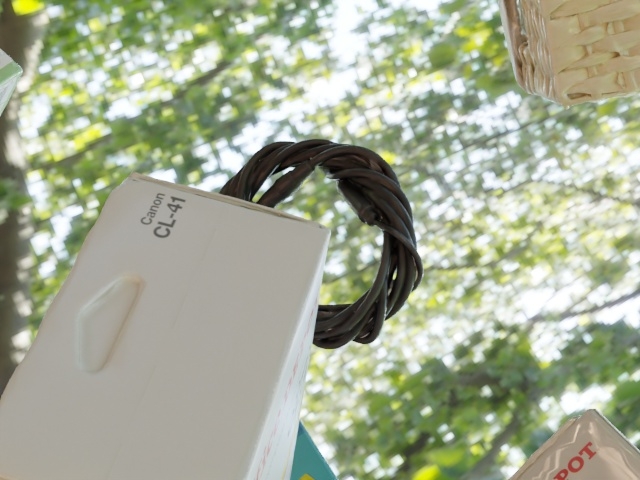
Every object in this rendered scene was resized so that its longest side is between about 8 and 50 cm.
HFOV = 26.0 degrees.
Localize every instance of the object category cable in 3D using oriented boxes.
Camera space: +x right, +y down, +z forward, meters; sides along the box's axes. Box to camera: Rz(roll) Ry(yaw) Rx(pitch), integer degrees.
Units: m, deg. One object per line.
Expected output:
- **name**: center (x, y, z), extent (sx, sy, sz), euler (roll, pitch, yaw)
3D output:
- **cable**: center (0.000, 0.000, 1.002), extent (0.184, 0.047, 0.151), euler (6, -105, 36)

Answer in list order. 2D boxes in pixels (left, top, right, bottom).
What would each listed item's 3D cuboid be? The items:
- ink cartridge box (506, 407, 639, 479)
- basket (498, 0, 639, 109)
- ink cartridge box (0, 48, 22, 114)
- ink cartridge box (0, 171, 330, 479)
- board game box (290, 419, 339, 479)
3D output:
- **ink cartridge box**: center (0.138, 0.167, 0.613), extent (0.150, 0.109, 0.063), euler (46, 2, 35)
- **basket**: center (0.186, -0.145, 0.760), extent (0.103, 0.167, 0.113), euler (-101, 177, -75)
- **ink cartridge box**: center (-0.322, -0.131, 0.838), extent (0.235, 0.171, 0.056), euler (40, -49, 0)
- **ink cartridge box**: center (-0.092, 0.154, 0.795), extent (0.131, 0.226, 0.306), euler (15, -44, 4)
- **board game box**: center (-0.029, 0.214, 1.203), extent (0.336, 0.079, 0.254), euler (52, -8, 43)
